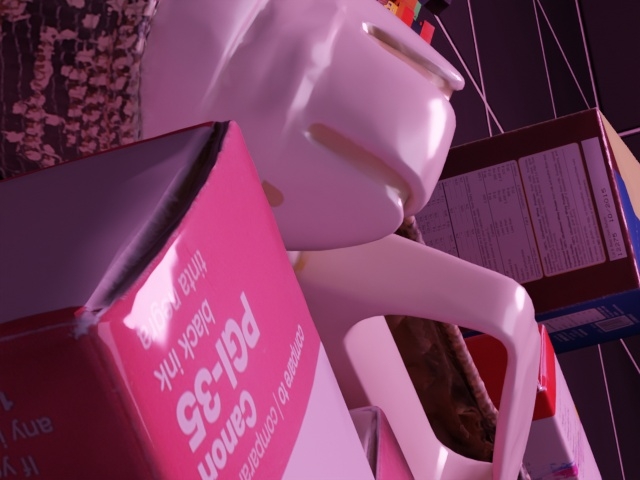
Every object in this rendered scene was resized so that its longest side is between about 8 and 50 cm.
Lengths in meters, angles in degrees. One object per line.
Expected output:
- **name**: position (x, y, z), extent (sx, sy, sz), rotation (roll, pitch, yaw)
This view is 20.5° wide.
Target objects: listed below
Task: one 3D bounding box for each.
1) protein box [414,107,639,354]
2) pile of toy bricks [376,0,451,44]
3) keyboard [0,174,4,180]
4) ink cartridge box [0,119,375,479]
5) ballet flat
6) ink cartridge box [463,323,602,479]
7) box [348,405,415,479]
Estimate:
- **protein box**: position (0.142, 0.012, 1.324), extent (0.200, 0.201, 0.136), rotation (28, 49, -69)
- **pile of toy bricks**: position (0.030, -0.200, 1.355), extent (0.105, 0.118, 0.212), rotation (35, 40, -15)
- **keyboard**: position (-0.045, -0.076, 0.819), extent (0.317, 0.033, 0.201), rotation (17, 91, -55)
- **ink cartridge box**: position (-0.075, 0.138, 0.447), extent (0.117, 0.207, 0.283), rotation (-67, 139, -64)
- **ballet flat**: position (0.000, 0.000, 0.730), extent (0.164, 0.182, 0.483), rotation (-55, 140, -26)
- **ink cartridge box**: position (0.111, 0.145, 1.217), extent (0.078, 0.134, 0.231), rotation (-77, 149, -58)
- **box**: position (-0.007, 0.204, 0.728), extent (0.127, 0.148, 0.232), rotation (-82, 153, -55)
